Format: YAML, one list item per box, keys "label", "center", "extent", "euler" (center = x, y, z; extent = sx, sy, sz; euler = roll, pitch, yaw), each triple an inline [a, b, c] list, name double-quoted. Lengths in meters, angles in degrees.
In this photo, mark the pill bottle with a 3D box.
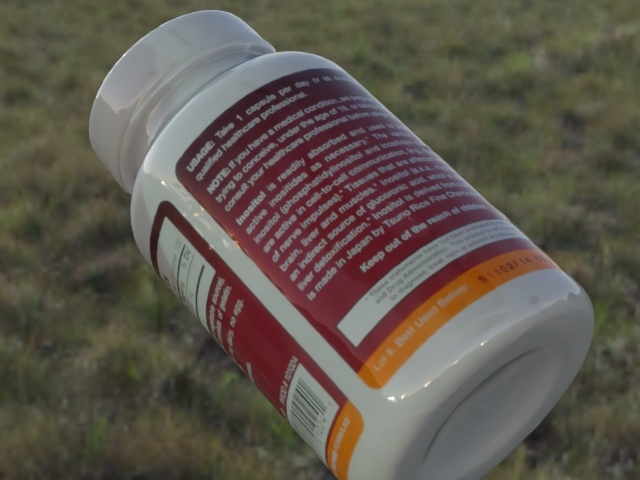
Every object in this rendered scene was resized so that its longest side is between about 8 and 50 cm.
- label: "pill bottle"
  center: [0.000, 0.000, 0.431]
  extent: [0.086, 0.086, 0.152]
  euler: [-13, 49, -45]
